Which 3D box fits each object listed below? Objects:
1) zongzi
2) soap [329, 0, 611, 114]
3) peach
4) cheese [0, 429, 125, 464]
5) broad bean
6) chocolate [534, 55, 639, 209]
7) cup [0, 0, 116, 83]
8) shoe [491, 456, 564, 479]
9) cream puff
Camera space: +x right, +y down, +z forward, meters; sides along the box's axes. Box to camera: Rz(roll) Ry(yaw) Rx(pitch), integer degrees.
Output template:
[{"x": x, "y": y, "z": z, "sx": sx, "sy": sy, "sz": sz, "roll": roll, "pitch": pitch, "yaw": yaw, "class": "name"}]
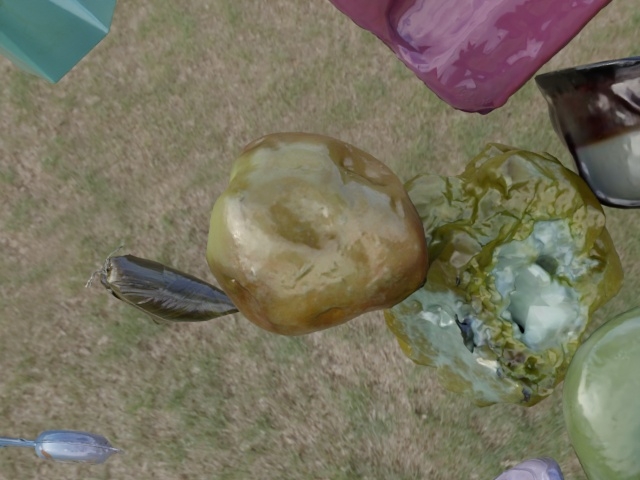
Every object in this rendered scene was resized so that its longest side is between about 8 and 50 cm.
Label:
[{"x": -0.229, "y": 0.073, "z": 1.267, "sx": 0.184, "sy": 0.187, "sz": 0.084, "roll": -1, "pitch": 67, "yaw": 28, "class": "zongzi"}, {"x": 0.103, "y": -0.251, "z": 0.315, "sx": 0.359, "sy": 0.233, "sz": 0.128, "roll": -45, "pitch": 37, "yaw": 17, "class": "soap"}, {"x": 0.000, "y": 0.000, "z": 0.862, "sx": 0.236, "sy": 0.214, "sz": 0.214, "roll": 17, "pitch": 72, "yaw": 9, "class": "peach"}, {"x": -0.473, "y": 0.367, "z": 1.466, "sx": 0.245, "sy": 0.135, "sz": 0.052, "roll": 5, "pitch": 67, "yaw": -1, "class": "cheese"}, {"x": 0.275, "y": 0.132, "z": 0.616, "sx": 0.228, "sy": 0.100, "sz": 0.169, "roll": 14, "pitch": 92, "yaw": -33, "class": "broad bean"}, {"x": 0.415, "y": -0.133, "z": 1.016, "sx": 0.284, "sy": 0.283, "sz": 0.186, "roll": -5, "pitch": 96, "yaw": 4, "class": "chocolate"}, {"x": -0.317, "y": -0.262, "z": 0.741, "sx": 0.148, "sy": 0.236, "sz": 0.134, "roll": -42, "pitch": 47, "yaw": 15, "class": "cup"}, {"x": 0.260, "y": 0.392, "z": 1.199, "sx": 0.138, "sy": 0.245, "sz": 0.095, "roll": -4, "pitch": 55, "yaw": -22, "class": "shoe"}, {"x": 0.211, "y": 0.033, "z": 1.034, "sx": 0.270, "sy": 0.323, "sz": 0.274, "roll": -39, "pitch": 27, "yaw": -29, "class": "cream puff"}]
